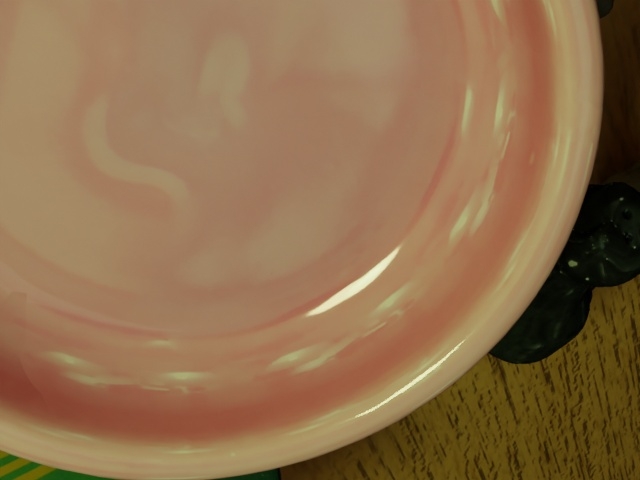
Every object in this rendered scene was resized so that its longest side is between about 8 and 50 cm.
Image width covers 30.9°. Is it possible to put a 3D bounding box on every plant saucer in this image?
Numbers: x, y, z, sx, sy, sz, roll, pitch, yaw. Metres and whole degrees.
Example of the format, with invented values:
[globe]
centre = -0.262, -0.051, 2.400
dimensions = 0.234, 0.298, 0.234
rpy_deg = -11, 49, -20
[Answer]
[plant saucer]
centre = -0.056, -0.053, 0.475
dimensions = 0.332, 0.084, 0.332
rpy_deg = -4, 119, -6

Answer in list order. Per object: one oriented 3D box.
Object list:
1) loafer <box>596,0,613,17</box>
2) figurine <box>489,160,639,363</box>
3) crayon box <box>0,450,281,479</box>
[loafer]
centre = 0.111, -0.259, 0.505
dimensions = 0.130, 0.134, 0.366
rpy_deg = -32, 136, -10
[figurine]
centre = 0.210, -0.013, 0.731
dimensions = 0.215, 0.092, 0.209
rpy_deg = -27, 172, -16
[crayon box]
centre = -0.198, 0.154, 0.589
dimensions = 0.203, 0.083, 0.323
rpy_deg = -28, 148, 34
